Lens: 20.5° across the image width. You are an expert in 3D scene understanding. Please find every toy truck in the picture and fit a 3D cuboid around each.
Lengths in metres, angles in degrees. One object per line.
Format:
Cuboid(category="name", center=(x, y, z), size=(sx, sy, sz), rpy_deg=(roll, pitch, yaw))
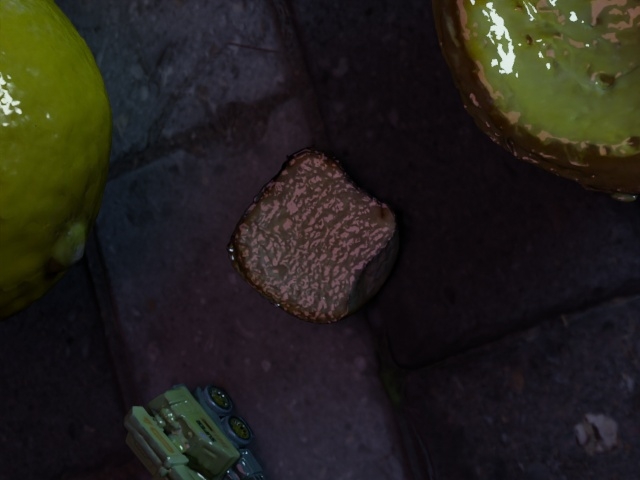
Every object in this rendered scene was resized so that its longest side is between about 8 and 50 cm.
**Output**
Cuboid(category="toy truck", center=(-0.096, 0.196, 1.442), size=(0.077, 0.100, 0.169), rpy_deg=(-42, 70, 23))

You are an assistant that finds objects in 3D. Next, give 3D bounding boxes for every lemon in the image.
Cuboid(category="lemon", center=(-0.328, -0.079, 1.449), size=(0.364, 0.364, 0.364), rpy_deg=(-1, 88, 29))

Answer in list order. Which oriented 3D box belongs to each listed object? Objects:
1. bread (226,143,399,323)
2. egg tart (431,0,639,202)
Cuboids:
Cuboid(category="bread", center=(0.000, 0.000, 1.429), size=(0.129, 0.044, 0.126), rpy_deg=(39, 99, 27))
Cuboid(category="egg tart", center=(0.230, -0.182, 1.264), size=(0.315, 0.120, 0.315), rpy_deg=(-2, 86, 28))
